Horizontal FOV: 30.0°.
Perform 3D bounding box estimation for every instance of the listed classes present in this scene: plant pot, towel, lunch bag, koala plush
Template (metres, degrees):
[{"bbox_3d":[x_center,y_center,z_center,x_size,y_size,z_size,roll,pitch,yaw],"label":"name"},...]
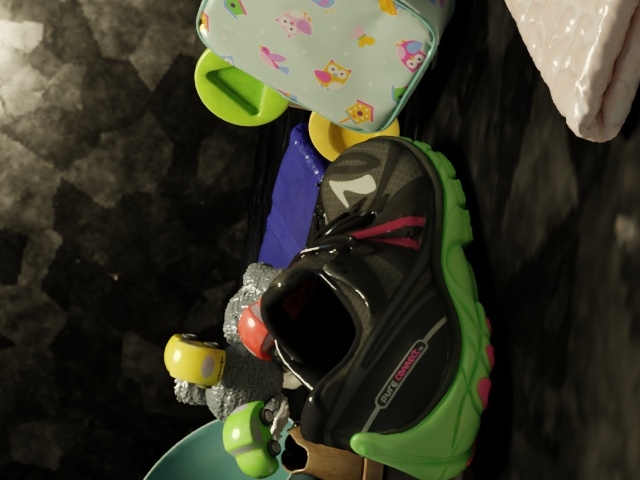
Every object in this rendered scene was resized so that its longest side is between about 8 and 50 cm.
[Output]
[{"bbox_3d":[-0.118,0.430,1.833,0.195,0.290,0.290,61,-172,-26],"label":"plant pot"},{"bbox_3d":[0.000,0.000,1.795,0.227,0.076,0.308,57,148,33],"label":"towel"},{"bbox_3d":[0.012,-0.266,1.387,0.224,0.279,0.108,-59,3,45],"label":"lunch bag"},{"bbox_3d":[-0.087,0.163,1.664,0.221,0.196,0.203,-55,-13,-21],"label":"koala plush"},{"bbox_3d":[0.206,-0.285,0.891,0.332,0.053,0.317,-95,15,-56],"label":"towel"}]

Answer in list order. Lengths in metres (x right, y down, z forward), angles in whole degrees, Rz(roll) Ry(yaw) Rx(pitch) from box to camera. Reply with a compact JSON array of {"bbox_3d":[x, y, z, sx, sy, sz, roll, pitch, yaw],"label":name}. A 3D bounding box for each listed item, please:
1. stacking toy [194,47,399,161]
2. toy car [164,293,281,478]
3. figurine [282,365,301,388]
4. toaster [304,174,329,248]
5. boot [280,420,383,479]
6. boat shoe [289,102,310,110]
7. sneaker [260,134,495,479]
[{"bbox_3d":[-0.009,-0.271,1.567,0.130,0.279,0.309,-77,0,-51],"label":"stacking toy"},{"bbox_3d":[-0.106,0.195,1.530,0.239,0.053,0.225,-26,71,33],"label":"toy car"},{"bbox_3d":[-0.079,0.275,2.176,0.209,0.092,0.215,-147,65,-85],"label":"figurine"},{"bbox_3d":[0.036,0.036,1.530,0.168,0.110,0.185,-93,13,-49],"label":"toaster"},{"bbox_3d":[0.003,0.253,1.573,0.305,0.115,0.112,-161,74,-83],"label":"boot"},{"bbox_3d":[-0.013,-0.225,1.696,0.080,0.228,0.076,-134,60,-64],"label":"boat shoe"},{"bbox_3d":[0.042,0.032,1.200,0.483,0.202,0.185,-98,18,-58],"label":"sneaker"}]
